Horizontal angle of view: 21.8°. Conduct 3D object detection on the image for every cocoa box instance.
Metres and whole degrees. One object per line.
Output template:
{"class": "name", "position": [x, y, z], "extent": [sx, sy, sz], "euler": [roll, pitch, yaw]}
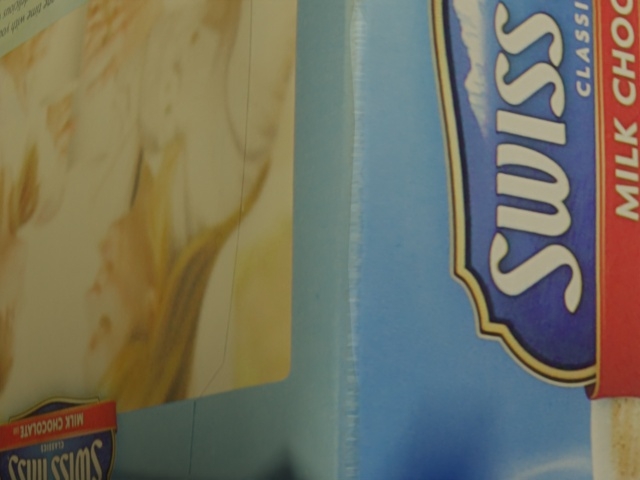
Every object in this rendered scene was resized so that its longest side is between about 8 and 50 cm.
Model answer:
{"class": "cocoa box", "position": [0.000, 0.000, 0.540], "extent": [0.347, 0.228, 0.231], "euler": [-18, -114, 53]}
